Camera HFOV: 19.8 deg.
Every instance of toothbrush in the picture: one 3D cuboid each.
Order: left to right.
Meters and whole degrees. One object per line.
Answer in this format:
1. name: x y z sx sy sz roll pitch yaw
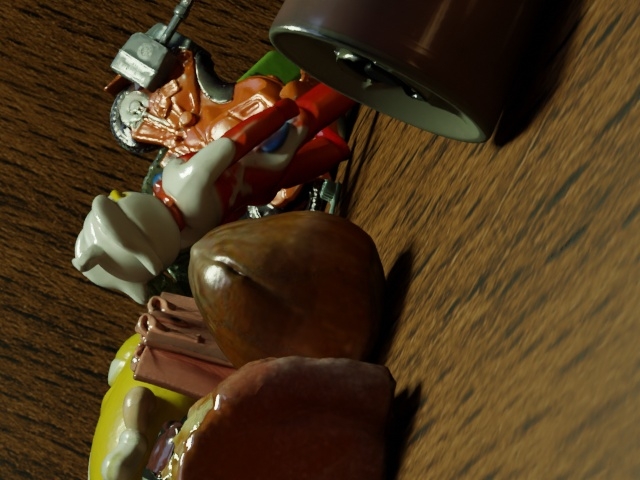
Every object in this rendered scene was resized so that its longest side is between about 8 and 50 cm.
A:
1. toothbrush: 0.000 0.000 1.852 0.219 0.019 0.016 -78 14 -54

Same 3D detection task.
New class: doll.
1. doll: -0.193 0.296 2.106 0.423 0.161 0.348 -65 -19 -59
2. doll: -0.092 -0.057 1.793 0.384 0.099 0.188 -35 -18 -39

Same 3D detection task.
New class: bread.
1. bread: -0.042 0.171 1.175 0.244 0.123 0.190 123 164 -73

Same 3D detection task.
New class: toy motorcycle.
1. toy motorcycle: -0.095 -0.154 2.094 0.221 0.325 0.148 -58 -26 -1

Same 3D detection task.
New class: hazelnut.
1. hazelnut: -0.026 0.046 1.327 0.150 0.150 0.150 -161 90 -84

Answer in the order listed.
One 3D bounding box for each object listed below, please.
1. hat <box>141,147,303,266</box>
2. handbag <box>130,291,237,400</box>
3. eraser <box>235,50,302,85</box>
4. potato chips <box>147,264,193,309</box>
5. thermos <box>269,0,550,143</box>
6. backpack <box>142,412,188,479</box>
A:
1. hat: -0.089 -0.049 2.269 0.265 0.128 0.265 -37 -34 -30
2. handbag: -0.096 0.103 1.724 0.212 0.157 0.059 -90 17 -80
3. eraser: -0.086 -0.136 2.496 0.274 0.092 0.210 -54 -18 -65
4. potato chips: -0.166 0.069 2.319 0.029 0.202 0.220 -40 -22 19
5. thermos: 0.094 -0.203 1.114 0.265 0.146 0.176 -63 -21 -7
6. backpack: -0.123 0.245 1.777 0.120 0.106 0.165 159 134 -77
